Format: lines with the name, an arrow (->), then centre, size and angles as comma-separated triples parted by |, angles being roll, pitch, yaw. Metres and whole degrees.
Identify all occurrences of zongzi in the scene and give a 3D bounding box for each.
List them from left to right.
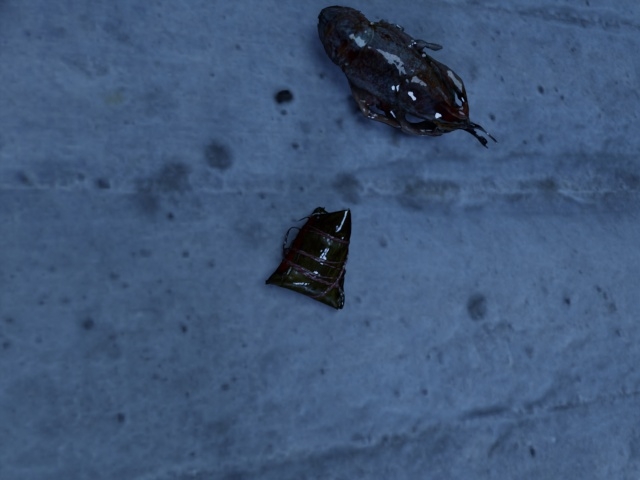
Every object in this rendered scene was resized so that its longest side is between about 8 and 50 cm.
zongzi -> 0.000, 0.000, 0.521 | 0.067, 0.073, 0.083 | 21, 108, -17

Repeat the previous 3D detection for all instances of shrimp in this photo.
shrimp -> 0.076, -0.137, 0.580 | 0.190, 0.075, 0.073 | 30, 34, -6
